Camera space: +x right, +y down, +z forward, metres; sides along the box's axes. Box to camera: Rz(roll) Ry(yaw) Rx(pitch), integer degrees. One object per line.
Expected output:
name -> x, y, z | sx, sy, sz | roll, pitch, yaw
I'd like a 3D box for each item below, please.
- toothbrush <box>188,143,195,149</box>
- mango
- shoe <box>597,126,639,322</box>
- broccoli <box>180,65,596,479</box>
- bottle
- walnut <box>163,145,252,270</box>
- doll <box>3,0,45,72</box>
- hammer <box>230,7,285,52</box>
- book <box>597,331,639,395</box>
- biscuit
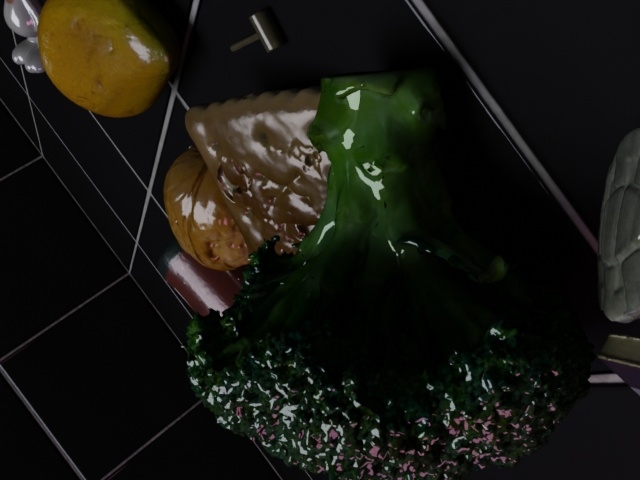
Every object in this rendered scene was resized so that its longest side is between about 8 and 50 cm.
toothbrush -> -0.095, -0.055, 0.896 | 0.263, 0.022, 0.026 | 44, 144, 22
mango -> -0.266, -0.240, 0.836 | 0.316, 0.119, 0.177 | 12, 127, 52
shoe -> 0.211, -0.004, 0.294 | 0.227, 0.125, 0.100 | -102, 14, -88
broccoli -> 0.042, 0.032, 0.463 | 0.297, 0.297, 0.298 | 13, 112, 58
bottle -> -0.080, 0.117, 0.962 | 0.336, 0.144, 0.144 | 48, 157, 12
walnut -> -0.117, -0.040, 0.807 | 0.144, 0.144, 0.180 | 36, 157, 36
doll -> -0.501, -0.405, 1.027 | 0.208, 0.144, 0.271 | 38, 151, 11
hammer -> -0.067, -0.195, 0.643 | 0.036, 0.019, 0.110 | 61, 162, -19
book -> 0.270, 0.127, 0.335 | 0.231, 0.026, 0.157 | 40, 162, -20
biscuit -> 0.000, 0.000, 0.671 | 0.217, 0.044, 0.325 | 3, 129, 38
